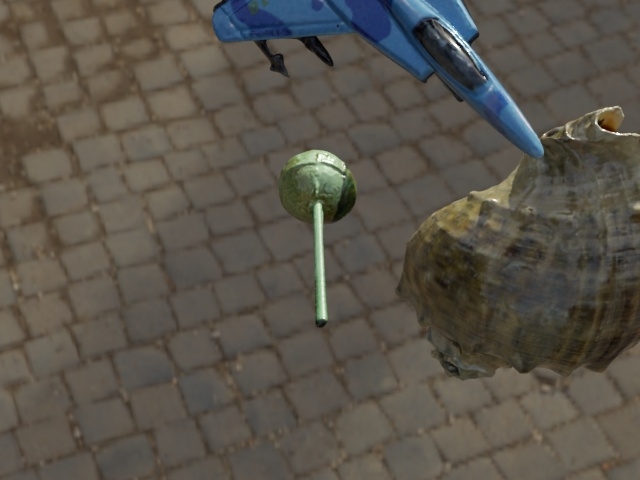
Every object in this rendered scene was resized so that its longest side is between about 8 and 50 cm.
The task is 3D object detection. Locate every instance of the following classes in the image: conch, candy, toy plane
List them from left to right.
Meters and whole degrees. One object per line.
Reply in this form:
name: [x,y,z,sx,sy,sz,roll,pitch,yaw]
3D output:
candy: [0.000,0.000,1.038,0.061,0.061,0.202,-2,34,-1]
toy plane: [0.041,-0.124,0.744,0.169,0.078,0.246,-42,68,6]
conch: [0.177,0.033,1.196,0.210,0.291,0.159,36,46,7]
